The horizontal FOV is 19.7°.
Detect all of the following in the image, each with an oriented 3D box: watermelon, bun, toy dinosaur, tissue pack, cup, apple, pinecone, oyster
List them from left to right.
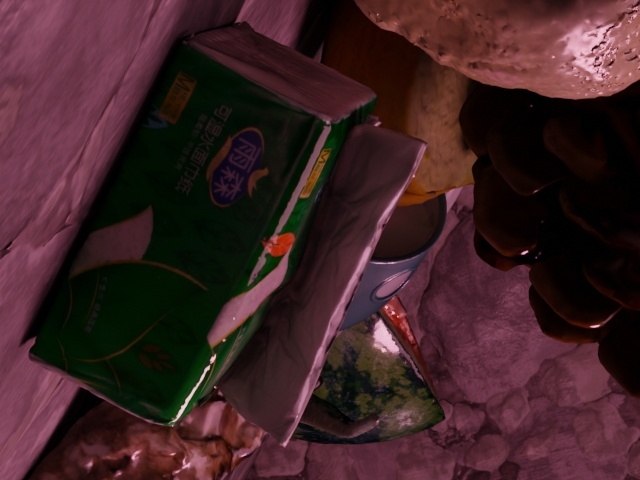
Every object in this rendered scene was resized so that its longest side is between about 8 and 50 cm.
[{"bbox_3d":[-0.137,0.183,1.390,0.396,0.111,0.204,-41,172,-35],"label":"oyster"},{"bbox_3d":[-0.044,0.000,1.079,0.209,0.156,0.148,-63,177,14],"label":"tissue pack"},{"bbox_3d":[-0.062,0.165,1.547,0.129,0.076,0.383,-49,-153,-10],"label":"toy dinosaur"},{"bbox_3d":[-0.029,0.086,2.092,0.250,0.293,0.283,-21,139,-6],"label":"watermelon"},{"bbox_3d":[0.000,0.000,1.536,0.299,0.167,0.173,-21,155,-35],"label":"cup"},{"bbox_3d":[0.112,-0.191,1.429,0.346,0.179,0.254,-58,-164,-20],"label":"apple"},{"bbox_3d":[0.128,-0.191,1.072,0.259,0.259,0.152,-57,164,-33],"label":"bun"},{"bbox_3d":[0.293,-0.099,1.263,0.398,0.397,0.398,-60,175,-8],"label":"pinecone"}]
